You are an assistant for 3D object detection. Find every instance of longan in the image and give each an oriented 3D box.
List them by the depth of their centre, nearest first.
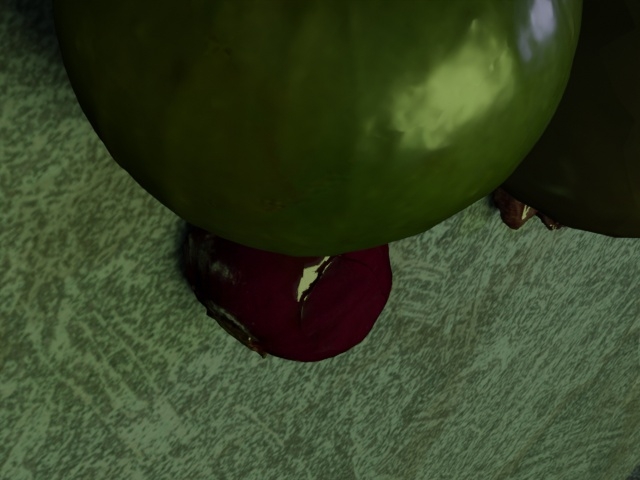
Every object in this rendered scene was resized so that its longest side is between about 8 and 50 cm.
[{"bbox_3d":[0.278,-0.176,0.972,0.405,0.336,0.404,-34,159,-16],"label":"longan"}]

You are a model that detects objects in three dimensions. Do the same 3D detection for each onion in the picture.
[{"bbox_3d":[0.000,0.000,1.012,0.218,0.140,0.195,-50,144,-9],"label":"onion"}]

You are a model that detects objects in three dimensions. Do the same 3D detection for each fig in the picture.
[{"bbox_3d":[-0.004,-0.123,0.708,0.316,0.316,0.316,-35,147,-26],"label":"fig"}]

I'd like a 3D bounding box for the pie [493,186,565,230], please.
[{"bbox_3d":[0.283,-0.094,1.371,0.204,0.054,0.219,-55,149,9],"label":"pie"}]
